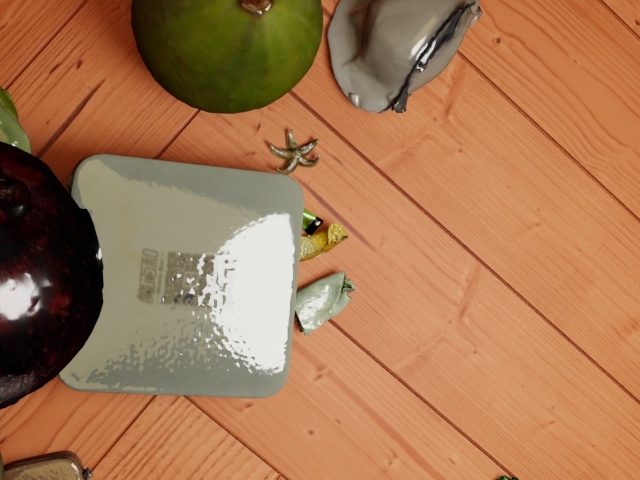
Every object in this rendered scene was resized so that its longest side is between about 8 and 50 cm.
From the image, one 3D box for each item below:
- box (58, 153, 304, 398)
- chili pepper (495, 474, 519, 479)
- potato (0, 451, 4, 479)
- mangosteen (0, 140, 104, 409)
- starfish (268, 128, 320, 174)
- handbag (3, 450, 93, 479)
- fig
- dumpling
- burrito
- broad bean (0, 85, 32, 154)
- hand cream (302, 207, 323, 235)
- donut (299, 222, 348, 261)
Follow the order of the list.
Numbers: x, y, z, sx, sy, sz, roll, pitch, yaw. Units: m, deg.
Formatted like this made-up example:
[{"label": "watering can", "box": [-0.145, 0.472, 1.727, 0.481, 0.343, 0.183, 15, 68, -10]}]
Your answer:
[{"label": "box", "box": [-0.222, 0.059, 1.476, 0.373, 0.090, 0.367, 6, 89, -16]}, {"label": "chili pepper", "box": [0.395, 0.480, 1.637, 0.216, 0.062, 0.108, 39, 78, -8]}, {"label": "potato", "box": [-0.614, 0.330, 1.356, 0.326, 0.243, 0.221, 10, 88, 5]}, {"label": "mangosteen", "box": [-0.473, 0.055, 1.259, 0.381, 0.421, 0.381, 1, 68, -2]}, {"label": "starfish", "box": [-0.045, -0.145, 1.566, 0.091, 0.028, 0.078, 16, 82, -7]}, {"label": "handbag", "box": [-0.422, 0.436, 1.480, 0.151, 0.072, 0.193, -13, 91, -10]}, {"label": "fig", "box": [-0.132, -0.340, 1.403, 0.316, 0.316, 0.316, 0, 90, -10]}, {"label": "dumpling", "box": [0.132, -0.349, 1.534, 0.204, 0.163, 0.293, 42, 95, -12]}, {"label": "burrito", "box": [0.005, 0.102, 1.568, 0.118, 0.044, 0.074, -28, 87, -7]}, {"label": "broad bean", "box": [-0.529, -0.144, 1.448, 0.169, 0.100, 0.228, 9, 101, -2]}, {"label": "hand cream", "box": [-0.052, -0.057, 1.567, 0.122, 0.023, 0.036, 40, 104, -9]}, {"label": "donut", "box": [0.000, 0.000, 1.558, 0.067, 0.083, 0.038, -6, 67, -51]}]
